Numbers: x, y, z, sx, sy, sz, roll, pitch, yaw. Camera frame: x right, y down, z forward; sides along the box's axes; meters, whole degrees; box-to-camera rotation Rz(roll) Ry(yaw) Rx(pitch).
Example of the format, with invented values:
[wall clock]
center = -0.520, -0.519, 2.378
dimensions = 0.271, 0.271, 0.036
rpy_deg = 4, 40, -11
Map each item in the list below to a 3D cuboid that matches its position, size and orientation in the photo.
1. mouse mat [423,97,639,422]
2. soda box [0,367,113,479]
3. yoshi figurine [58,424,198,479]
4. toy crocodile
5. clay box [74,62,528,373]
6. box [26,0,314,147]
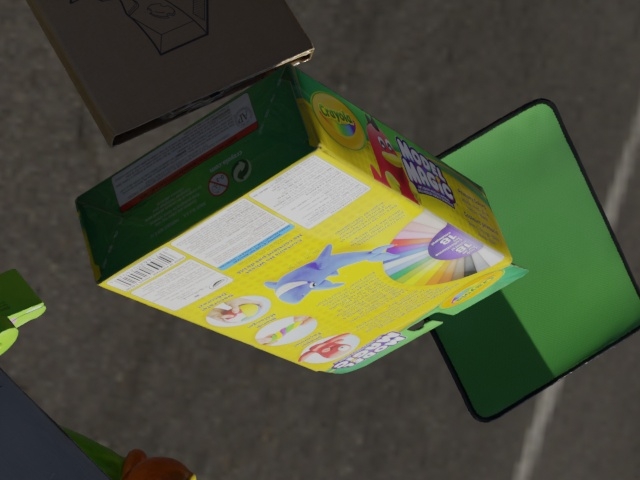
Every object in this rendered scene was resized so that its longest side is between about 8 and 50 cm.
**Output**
[mouse mat]
center = 0.134, 0.015, 1.236
dimensions = 0.152, 0.007, 0.190
rpy_deg = -30, 105, -11
[soda box]
center = -0.120, 0.137, 0.684
dimensions = 0.098, 0.286, 0.091
rpy_deg = -34, 149, -30
[yoshi figurine]
center = -0.270, 0.151, 1.115
dimensions = 0.203, 0.362, 0.203
rpy_deg = 106, 8, -47
[toy crocodile]
center = -0.463, 0.120, 2.098
dimensions = 0.340, 0.115, 0.105
rpy_deg = -31, 163, -49
[clay box]
center = 0.000, 0.000, 0.872
dimensions = 0.222, 0.127, 0.053
rpy_deg = 27, 38, -55
[box]
center = -0.124, -0.181, 1.267
dimensions = 0.164, 0.201, 0.021
rpy_deg = -26, 165, -18
